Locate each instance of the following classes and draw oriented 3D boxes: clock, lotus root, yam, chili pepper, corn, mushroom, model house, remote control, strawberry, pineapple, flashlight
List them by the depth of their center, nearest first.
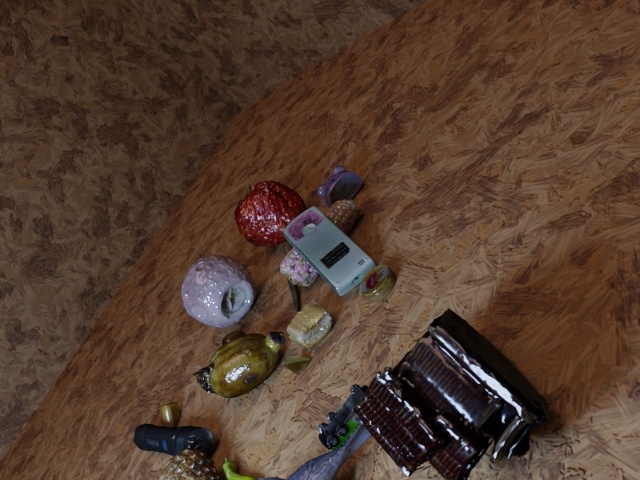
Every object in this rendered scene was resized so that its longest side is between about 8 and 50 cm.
[{"bbox_3d":[0.237,0.319,1.247,0.317,0.297,0.283,42,100,28],"label":"model house"},{"bbox_3d":[-0.299,0.654,1.666,0.158,0.158,0.278,-49,35,-4],"label":"pineapple"},{"bbox_3d":[-0.199,0.607,1.682,0.049,0.043,0.208,-32,20,-30],"label":"chili pepper"},{"bbox_3d":[-0.226,0.366,1.956,0.314,0.141,0.169,-30,31,14],"label":"lotus root"},{"bbox_3d":[0.019,0.023,2.011,0.145,0.050,0.344,-38,46,-6],"label":"remote control"},{"bbox_3d":[-0.461,0.609,2.027,0.423,0.103,0.103,-15,40,50],"label":"flashlight"},{"bbox_3d":[0.002,0.001,2.148,0.335,0.126,0.126,-53,25,-15],"label":"corn"},{"bbox_3d":[-0.288,0.348,2.167,0.088,0.073,0.130,13,61,24],"label":"mushroom"},{"bbox_3d":[-0.086,0.162,2.170,0.234,0.029,0.027,-109,37,-61],"label":"yam"},{"bbox_3d":[0.070,-0.184,2.324,0.153,0.110,0.050,-52,22,-7],"label":"clock"},{"bbox_3d":[-0.169,-0.091,2.455,0.276,0.257,0.257,15,64,44],"label":"strawberry"}]

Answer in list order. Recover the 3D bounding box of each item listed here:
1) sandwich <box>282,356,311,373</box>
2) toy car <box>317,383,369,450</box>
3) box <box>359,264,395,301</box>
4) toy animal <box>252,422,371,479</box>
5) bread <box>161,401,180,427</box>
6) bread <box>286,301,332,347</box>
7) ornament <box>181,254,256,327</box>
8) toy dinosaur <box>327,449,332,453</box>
[{"bbox_3d":[-0.066,0.348,1.844,0.031,0.083,0.044,-124,34,-60],"label":"sandwich"},{"bbox_3d":[0.066,0.406,1.512,0.165,0.062,0.071,-50,25,-4],"label":"toy car"},{"bbox_3d":[0.157,0.118,1.822,0.105,0.037,0.106,-36,27,22],"label":"box"},{"bbox_3d":[0.000,0.515,1.394,0.367,0.081,0.206,-36,41,17],"label":"toy animal"},{"bbox_3d":[-0.490,0.585,2.179,0.049,0.103,0.062,-19,-8,29],"label":"bread"},{"bbox_3d":[-0.027,0.247,1.884,0.125,0.082,0.106,-42,33,-13],"label":"bread"},{"bbox_3d":[-0.359,0.174,2.314,0.225,0.259,0.259,23,71,42],"label":"ornament"},{"bbox_3d":[-0.024,0.548,1.485,0.180,0.037,0.058,-45,4,-9],"label":"toy dinosaur"}]
